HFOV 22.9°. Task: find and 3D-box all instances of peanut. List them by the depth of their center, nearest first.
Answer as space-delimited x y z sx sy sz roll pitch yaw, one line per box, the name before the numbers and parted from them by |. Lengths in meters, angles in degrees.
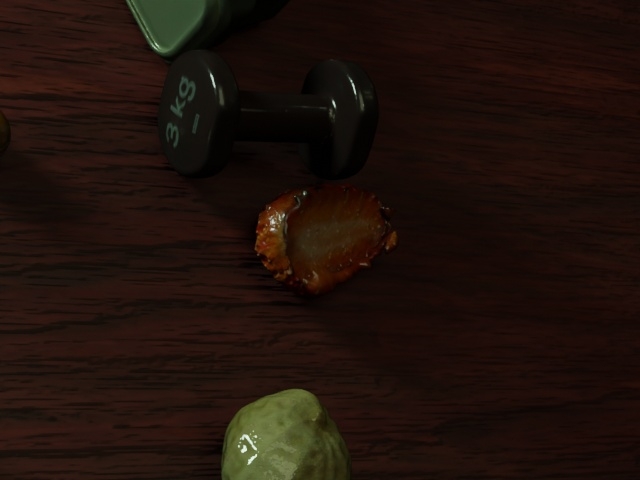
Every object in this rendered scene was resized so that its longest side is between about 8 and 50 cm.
peanut | -0.034 0.224 1.558 0.140 0.109 0.159 34 56 -51

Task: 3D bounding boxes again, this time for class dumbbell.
dumbbell | -0.057 -0.135 1.733 0.225 0.140 0.124 1 28 -34

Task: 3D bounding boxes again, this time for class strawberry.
strawberry | 0.000 0.000 1.743 0.188 0.082 0.121 -9 89 -47

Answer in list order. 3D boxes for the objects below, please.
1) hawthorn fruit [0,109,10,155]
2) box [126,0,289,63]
hawthorn fruit | -0.354 -0.123 1.579 0.066 0.067 0.103 -26 68 -41
box | -0.142 -0.346 1.803 0.178 0.138 0.274 -18 76 -44
